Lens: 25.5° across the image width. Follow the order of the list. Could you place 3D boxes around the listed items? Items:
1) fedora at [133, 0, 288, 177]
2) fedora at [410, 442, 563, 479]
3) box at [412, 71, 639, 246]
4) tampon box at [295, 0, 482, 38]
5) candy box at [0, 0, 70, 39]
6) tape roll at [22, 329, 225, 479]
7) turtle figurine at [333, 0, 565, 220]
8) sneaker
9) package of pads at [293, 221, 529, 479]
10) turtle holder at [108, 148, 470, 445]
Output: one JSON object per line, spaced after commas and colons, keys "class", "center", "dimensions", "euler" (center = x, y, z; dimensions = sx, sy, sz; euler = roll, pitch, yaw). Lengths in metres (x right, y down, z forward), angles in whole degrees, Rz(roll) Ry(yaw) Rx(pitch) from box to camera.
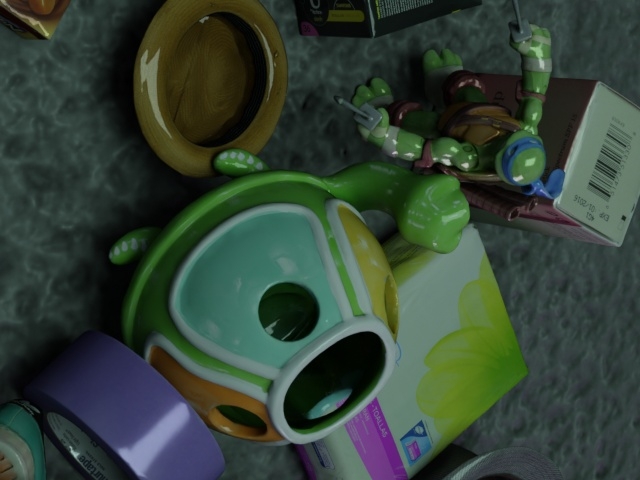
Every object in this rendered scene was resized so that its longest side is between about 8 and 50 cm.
{"class": "fedora", "center": [-0.120, -0.157, 1.378], "dimensions": [0.194, 0.079, 0.194], "euler": [-4, 96, -41]}
{"class": "fedora", "center": [0.141, 0.332, 1.630], "dimensions": [0.243, 0.124, 0.275], "euler": [26, 95, -43]}
{"class": "box", "center": [0.236, -0.095, 1.572], "dimensions": [0.126, 0.232, 0.149], "euler": [25, 82, -38]}
{"class": "tampon box", "center": [0.068, -0.278, 1.479], "dimensions": [0.161, 0.120, 0.102], "euler": [-22, 110, -34]}
{"class": "candy box", "center": [-0.252, -0.288, 1.268], "dimensions": [0.109, 0.053, 0.187], "euler": [34, 75, -36]}
{"class": "tape roll", "center": [-0.183, 0.179, 1.316], "dimensions": [0.080, 0.189, 0.189], "euler": [-45, 122, -23]}
{"class": "turtle figurine", "center": [0.127, -0.164, 1.440], "dimensions": [0.274, 0.266, 0.198], "euler": [32, 90, -24]}
{"class": "sneaker", "center": [-0.301, 0.285, 1.293], "dimensions": [0.121, 0.108, 0.302], "euler": [-61, 169, -69]}
{"class": "package of pads", "center": [0.083, 0.132, 1.578], "dimensions": [0.296, 0.101, 0.229], "euler": [-37, 120, -29]}
{"class": "turtle holder", "center": [-0.019, 0.062, 1.350], "dimensions": [0.320, 0.227, 0.243], "euler": [-17, 129, -29]}
